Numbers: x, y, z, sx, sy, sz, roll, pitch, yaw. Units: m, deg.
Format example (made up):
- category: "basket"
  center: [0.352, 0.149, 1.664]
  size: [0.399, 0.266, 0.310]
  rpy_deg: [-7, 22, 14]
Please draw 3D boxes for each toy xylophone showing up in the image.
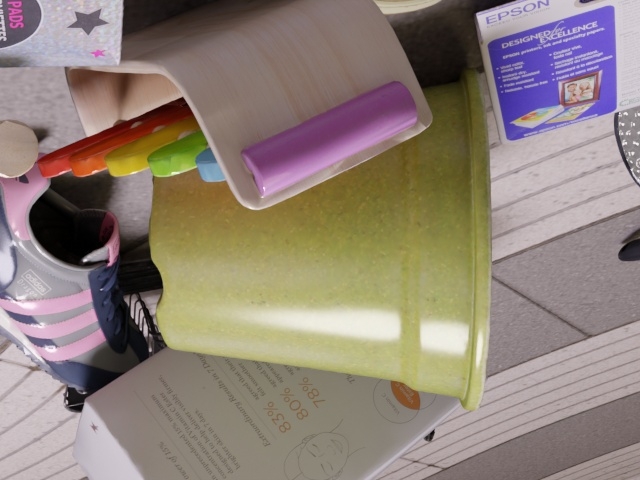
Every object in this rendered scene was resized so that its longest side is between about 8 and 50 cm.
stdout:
- category: "toy xylophone"
  center: [-0.090, -0.082, 0.652]
  size: [0.236, 0.081, 0.322]
  rpy_deg: [-24, -162, -12]

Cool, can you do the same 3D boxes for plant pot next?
- category: "plant pot"
  center: [0.000, 0.000, 0.889]
  size: [0.253, 0.276, 0.276]
  rpy_deg: [-1, 155, 3]

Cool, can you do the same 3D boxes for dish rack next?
- category: "dish rack"
  center: [-0.207, 0.102, 1.184]
  size: [0.208, 0.074, 0.271]
  rpy_deg: [-12, 154, -2]

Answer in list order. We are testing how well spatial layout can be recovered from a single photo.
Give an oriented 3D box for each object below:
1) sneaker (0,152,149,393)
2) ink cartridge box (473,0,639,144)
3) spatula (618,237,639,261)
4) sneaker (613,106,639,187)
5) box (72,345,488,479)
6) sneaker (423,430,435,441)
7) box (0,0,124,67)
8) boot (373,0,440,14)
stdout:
- category: "sneaker"
  center: [-0.215, 0.039, 0.968]
  size: [0.131, 0.112, 0.319]
  rpy_deg: [-22, 144, 12]
- category: "ink cartridge box"
  center: [0.228, -0.166, 0.852]
  size: [0.206, 0.045, 0.208]
  rpy_deg: [-16, 155, 8]
- category: "spatula"
  center: [0.418, 0.002, 1.173]
  size: [0.030, 0.084, 0.296]
  rpy_deg: [44, 162, -15]
- category: "sneaker"
  center: [0.378, -0.090, 1.037]
  size: [0.226, 0.163, 0.086]
  rpy_deg: [45, 140, -12]
- category: "box"
  center: [-0.042, 0.177, 1.090]
  size: [0.345, 0.215, 0.168]
  rpy_deg: [-32, 166, -29]
- category: "sneaker"
  center: [0.099, 0.233, 1.586]
  size: [0.108, 0.100, 0.271]
  rpy_deg: [2, 167, 31]
- category: "box"
  center: [-0.154, -0.206, 0.467]
  size: [0.142, 0.163, 0.247]
  rpy_deg: [-4, 154, -13]
- category: "boot"
  center: [0.027, -0.218, 0.625]
  size: [0.213, 0.077, 0.165]
  rpy_deg: [8, 147, -30]
